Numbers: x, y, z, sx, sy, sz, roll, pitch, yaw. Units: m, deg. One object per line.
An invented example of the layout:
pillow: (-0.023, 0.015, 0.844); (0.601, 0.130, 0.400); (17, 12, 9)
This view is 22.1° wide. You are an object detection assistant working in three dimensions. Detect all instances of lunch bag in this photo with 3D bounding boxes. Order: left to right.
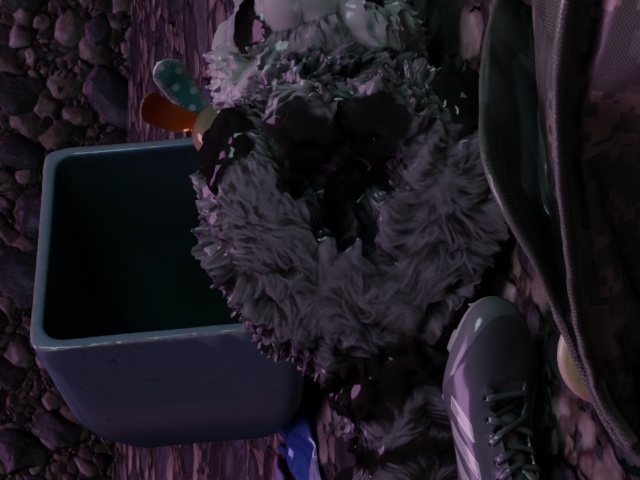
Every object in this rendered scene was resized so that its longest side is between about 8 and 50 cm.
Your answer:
lunch bag: (0.148, -0.080, 0.617); (0.235, 0.169, 0.287); (-73, -9, -62)

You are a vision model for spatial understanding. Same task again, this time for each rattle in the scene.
rattle: (-0.071, -0.083, 1.460); (0.143, 0.199, 0.130); (136, 132, -70)

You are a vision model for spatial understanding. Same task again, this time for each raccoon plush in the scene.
raccoon plush: (0.000, 0.000, 1.233); (0.299, 0.216, 0.446); (-107, 21, -68)

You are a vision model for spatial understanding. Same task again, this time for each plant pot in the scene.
plant pot: (-0.132, 0.072, 1.611); (0.252, 0.247, 0.247); (84, -178, -50)

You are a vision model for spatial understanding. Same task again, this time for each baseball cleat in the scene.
baseball cleat: (0.124, 0.142, 1.030); (0.109, 0.072, 0.206); (22, 114, 57)

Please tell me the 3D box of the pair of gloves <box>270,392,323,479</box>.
pair of gloves: (-0.029, 0.253, 1.664); (0.159, 0.023, 0.198); (-109, 25, -51)

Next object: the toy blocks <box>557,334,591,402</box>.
toy blocks: (0.178, 0.081, 0.698); (0.054, 0.123, 0.148); (-58, 18, 1)

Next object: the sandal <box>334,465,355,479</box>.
sandal: (0.032, 0.256, 1.395); (0.179, 0.040, 0.067); (-113, 26, -55)
